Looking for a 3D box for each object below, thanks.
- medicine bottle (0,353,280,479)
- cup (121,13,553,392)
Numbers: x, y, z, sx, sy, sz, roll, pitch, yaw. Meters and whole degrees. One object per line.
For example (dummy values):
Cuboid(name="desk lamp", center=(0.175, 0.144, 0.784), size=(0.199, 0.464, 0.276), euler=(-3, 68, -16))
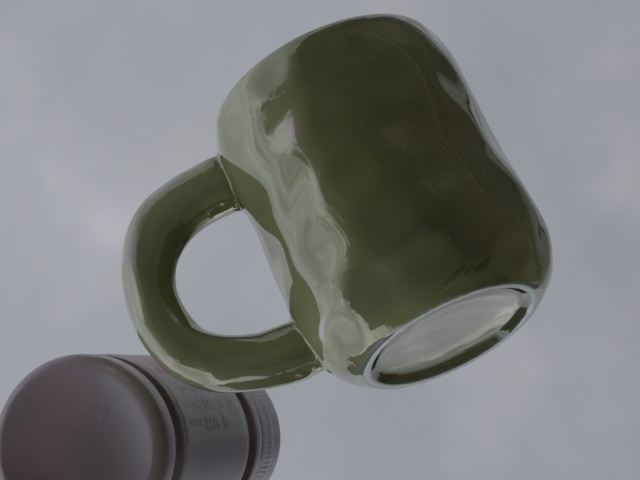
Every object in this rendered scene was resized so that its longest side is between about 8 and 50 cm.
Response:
Cuboid(name="medicine bottle", center=(-0.126, 0.149, 1.336), size=(0.249, 0.133, 0.133), euler=(14, -109, -70))
Cuboid(name="cup", center=(0.006, -0.011, 1.168), size=(0.255, 0.173, 0.202), euler=(-15, -116, -21))
